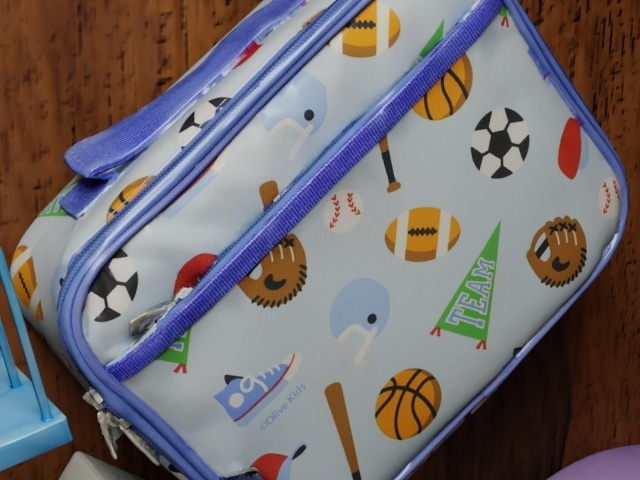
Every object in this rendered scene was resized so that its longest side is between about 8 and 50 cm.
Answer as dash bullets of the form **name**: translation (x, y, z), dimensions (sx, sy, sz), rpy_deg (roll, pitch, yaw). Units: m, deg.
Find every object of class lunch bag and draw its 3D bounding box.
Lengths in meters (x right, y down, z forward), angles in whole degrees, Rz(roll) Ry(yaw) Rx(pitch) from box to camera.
- **lunch bag**: translation (0.000, 0.000, 0.772), dimensions (0.303, 0.115, 0.243), rpy_deg (-45, 122, -11)

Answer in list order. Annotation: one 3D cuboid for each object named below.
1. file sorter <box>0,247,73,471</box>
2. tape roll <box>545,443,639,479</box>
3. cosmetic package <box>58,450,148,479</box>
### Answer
- **file sorter**: translation (-0.199, 0.034, 0.627), dimensions (0.118, 0.170, 0.105), rpy_deg (-22, 115, -23)
- **tape roll**: translation (0.211, 0.280, 1.012), dimensions (0.274, 0.090, 0.275), rpy_deg (-11, 113, -27)
- **cosmetic package**: translation (-0.088, 0.238, 0.776), dimensions (0.151, 0.151, 0.184), rpy_deg (29, 91, -34)
